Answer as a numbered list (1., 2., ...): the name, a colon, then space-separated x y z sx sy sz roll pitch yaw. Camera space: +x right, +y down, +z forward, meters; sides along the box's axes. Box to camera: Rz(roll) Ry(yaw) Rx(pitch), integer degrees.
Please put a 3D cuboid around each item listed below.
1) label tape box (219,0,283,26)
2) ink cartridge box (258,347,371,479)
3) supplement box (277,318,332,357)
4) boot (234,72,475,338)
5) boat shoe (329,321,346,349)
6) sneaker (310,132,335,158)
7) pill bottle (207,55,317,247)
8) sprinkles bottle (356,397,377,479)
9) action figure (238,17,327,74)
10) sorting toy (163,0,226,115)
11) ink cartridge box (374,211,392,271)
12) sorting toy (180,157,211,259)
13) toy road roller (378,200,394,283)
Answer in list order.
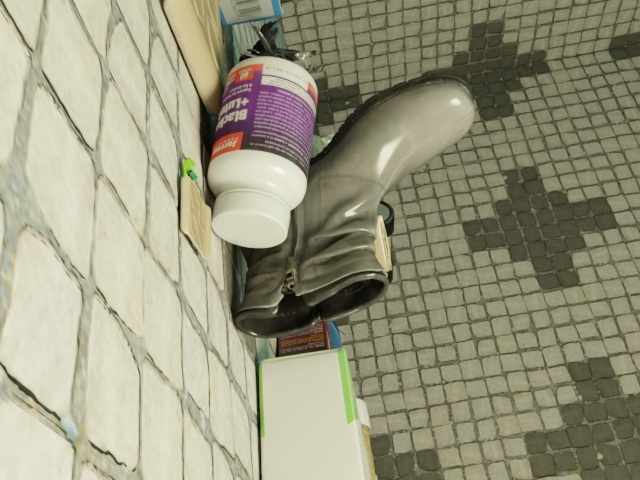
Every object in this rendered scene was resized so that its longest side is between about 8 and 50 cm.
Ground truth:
1. label tape box: -0.137 -0.513 0.981 0.240 0.105 0.334 68 12 -82
2. ink cartridge box: 0.005 0.299 0.881 0.273 0.114 0.198 78 3 -46
3. supplement box: -0.023 0.176 1.153 0.188 0.080 0.104 -96 176 -64
4. boot: 0.049 -0.028 0.792 0.118 0.338 0.223 42 25 -40
5. boat shoe: -0.012 0.139 1.303 0.089 0.109 0.258 -103 -177 -59
6. sneaker: -0.061 -0.095 0.999 0.293 0.146 0.102 10 54 -56
7. pill bottle: -0.064 -0.094 0.765 0.108 0.108 0.194 76 17 -61
8. sprinkles bottle: 0.044 0.445 1.155 0.121 0.121 0.356 76 4 -59
9. action figure: -0.064 -0.255 1.167 0.276 0.140 0.164 86 20 -78
10. sorting toy: -0.142 -0.275 0.784 0.193 0.038 0.208 76 10 -62
11. ink cartridge box: 0.001 0.001 1.086 0.235 0.193 0.088 -87 167 -82
12. sorting toy: -0.114 -0.031 0.631 0.062 0.012 0.083 65 18 -62
13. toy road roller: 0.000 0.000 1.561 0.329 0.240 0.203 35 -37 36
